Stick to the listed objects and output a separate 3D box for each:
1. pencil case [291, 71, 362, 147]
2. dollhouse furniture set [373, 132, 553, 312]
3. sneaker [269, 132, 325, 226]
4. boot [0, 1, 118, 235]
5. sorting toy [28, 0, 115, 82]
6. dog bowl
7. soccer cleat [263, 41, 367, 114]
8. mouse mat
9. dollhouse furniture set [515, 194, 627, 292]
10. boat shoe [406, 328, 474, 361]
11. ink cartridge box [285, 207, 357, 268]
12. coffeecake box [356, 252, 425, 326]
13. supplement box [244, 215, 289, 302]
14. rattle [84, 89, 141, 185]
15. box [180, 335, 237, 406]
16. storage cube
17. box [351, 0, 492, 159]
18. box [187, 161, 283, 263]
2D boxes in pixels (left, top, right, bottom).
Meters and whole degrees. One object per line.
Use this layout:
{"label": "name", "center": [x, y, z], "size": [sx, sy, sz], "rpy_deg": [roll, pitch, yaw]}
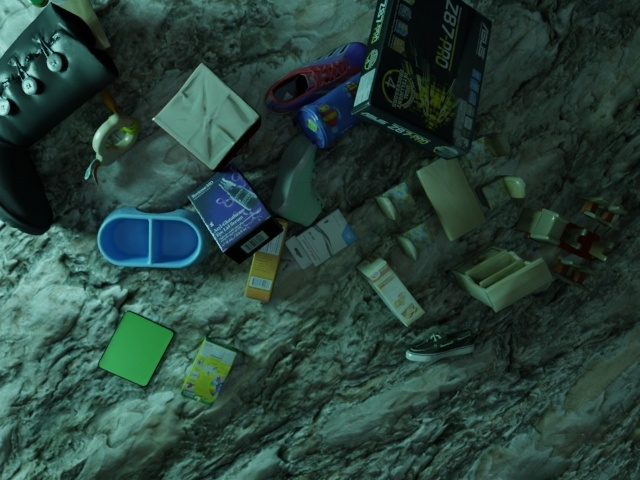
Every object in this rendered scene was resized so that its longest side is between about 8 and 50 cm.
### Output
{"label": "pencil case", "center": [0.078, -0.352, 1.268], "size": [0.306, 0.133, 0.119], "rpy_deg": [-36, 83, -20]}
{"label": "dollhouse furniture set", "center": [0.409, -0.041, 1.321], "size": [0.362, 0.256, 0.394], "rpy_deg": [-29, 101, -3]}
{"label": "sneaker", "center": [-0.040, -0.165, 1.343], "size": [0.151, 0.094, 0.256], "rpy_deg": [32, 71, -44]}
{"label": "boot", "center": [-0.658, -0.280, 1.180], "size": [0.445, 0.146, 0.367], "rpy_deg": [-38, 100, 5]}
{"label": "sorting toy", "center": [-0.609, -0.513, 1.224], "size": [0.132, 0.046, 0.275], "rpy_deg": [-25, 100, -4]}
{"label": "dog bowl", "center": [-0.447, -0.002, 1.306], "size": [0.297, 0.074, 0.166], "rpy_deg": [2, 98, -9]}
{"label": "soccer cleat", "center": [-0.002, -0.428, 1.281], "size": [0.318, 0.116, 0.109], "rpy_deg": [-27, 101, -3]}
{"label": "mouse mat", "center": [-0.520, 0.307, 1.374], "size": [0.152, 0.007, 0.190], "rpy_deg": [28, 95, -10]}
{"label": "dollhouse furniture set", "center": [0.734, -0.015, 1.454], "size": [0.259, 0.135, 0.262], "rpy_deg": [21, 95, -21]}
{"label": "boat shoe", "center": [0.357, 0.309, 1.460], "size": [0.219, 0.078, 0.070], "rpy_deg": [-8, 100, -15]}
{"label": "ink cartridge box", "center": [0.000, 0.000, 1.371], "size": [0.180, 0.060, 0.104], "rpy_deg": [-34, 101, -2]}
{"label": "coffeecake box", "center": [0.194, 0.136, 1.375], "size": [0.068, 0.142, 0.185], "rpy_deg": [-39, 101, -1]}
{"label": "supplement box", "center": [-0.148, 0.047, 1.351], "size": [0.080, 0.078, 0.234], "rpy_deg": [16, 95, -6]}
{"label": "rattle", "center": [-0.569, -0.262, 1.245], "size": [0.142, 0.130, 0.200], "rpy_deg": [40, 109, -7]}
{"label": "box", "center": [-0.319, 0.377, 1.393], "size": [0.105, 0.043, 0.179], "rpy_deg": [25, 92, -11]}
{"label": "storage cube", "center": [-0.273, -0.298, 1.226], "size": [0.215, 0.193, 0.184], "rpy_deg": [42, 91, -10]}
{"label": "box", "center": [0.266, -0.444, 1.236], "size": [0.318, 0.097, 0.395], "rpy_deg": [20, 77, -27]}
{"label": "box", "center": [-0.220, -0.070, 1.261], "size": [0.153, 0.108, 0.207], "rpy_deg": [-38, 65, -1]}
